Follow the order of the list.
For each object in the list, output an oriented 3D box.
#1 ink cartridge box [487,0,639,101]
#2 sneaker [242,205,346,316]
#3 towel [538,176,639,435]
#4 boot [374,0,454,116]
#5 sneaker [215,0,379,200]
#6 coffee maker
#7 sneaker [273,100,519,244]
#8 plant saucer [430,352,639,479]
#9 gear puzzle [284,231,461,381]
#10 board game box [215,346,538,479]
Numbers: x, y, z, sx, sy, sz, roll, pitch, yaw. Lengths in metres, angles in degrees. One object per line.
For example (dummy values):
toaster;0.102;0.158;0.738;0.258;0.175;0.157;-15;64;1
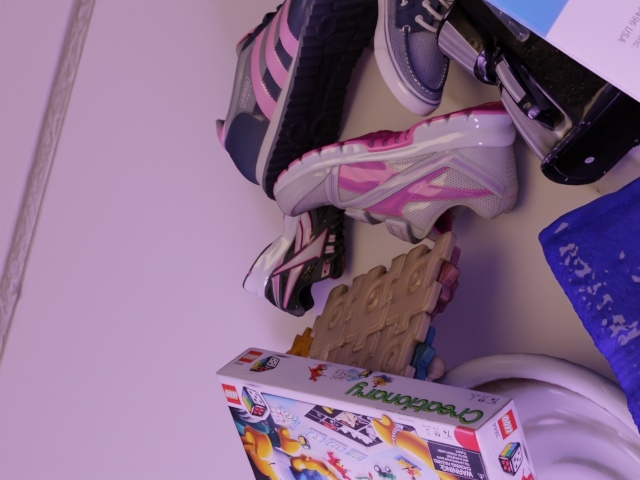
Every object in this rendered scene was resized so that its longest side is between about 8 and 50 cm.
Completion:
ink cartridge box;0.321;-0.196;0.936;0.395;0.166;0.285;35;122;6
sneaker;0.000;0.000;1.499;0.077;0.072;0.178;38;119;13
towel;0.322;0.067;1.095;0.228;0.076;0.308;-32;64;17
boot;0.097;-0.204;1.338;0.086;0.069;0.190;-40;42;37
sneaker;-0.026;-0.203;1.472;0.131;0.112;0.319;41;119;35
coffee maker;0.206;-0.161;1.238;0.171;0.120;0.178;-36;61;3
sneaker;0.068;-0.045;1.362;0.252;0.103;0.111;-12;95;34
plant saucer;0.201;0.290;1.255;0.400;0.100;0.400;3;95;48
gear puzzle;0.032;0.111;1.414;0.339;0.044;0.175;-29;37;60
board game box;0.054;0.199;1.246;0.305;0.053;0.193;6;122;47
